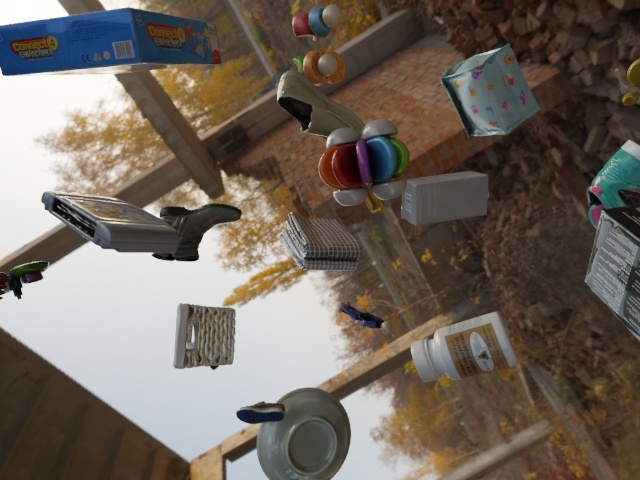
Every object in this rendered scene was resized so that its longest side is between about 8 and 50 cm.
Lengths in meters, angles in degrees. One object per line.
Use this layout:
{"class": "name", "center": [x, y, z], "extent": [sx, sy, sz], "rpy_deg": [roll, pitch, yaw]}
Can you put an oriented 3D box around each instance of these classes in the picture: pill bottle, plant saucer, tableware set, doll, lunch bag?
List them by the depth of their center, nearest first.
{"class": "tableware set", "center": [0.573, -0.263, 0.662], "extent": [0.024, 0.154, 0.104], "rpy_deg": [-35, -77, -44]}
{"class": "pill bottle", "center": [0.350, 0.271, 1.020], "extent": [0.131, 0.229, 0.131], "rpy_deg": [52, -155, -37]}
{"class": "lunch bag", "center": [0.484, -0.438, 1.250], "extent": [0.223, 0.160, 0.262], "rpy_deg": [55, 175, -18]}
{"class": "doll", "center": [0.149, 0.258, 1.358], "extent": [0.188, 0.046, 0.129], "rpy_deg": [22, -171, 32]}
{"class": "plant saucer", "center": [-0.047, 0.796, 1.628], "extent": [0.401, 0.400, 0.100], "rpy_deg": [59, 160, -6]}

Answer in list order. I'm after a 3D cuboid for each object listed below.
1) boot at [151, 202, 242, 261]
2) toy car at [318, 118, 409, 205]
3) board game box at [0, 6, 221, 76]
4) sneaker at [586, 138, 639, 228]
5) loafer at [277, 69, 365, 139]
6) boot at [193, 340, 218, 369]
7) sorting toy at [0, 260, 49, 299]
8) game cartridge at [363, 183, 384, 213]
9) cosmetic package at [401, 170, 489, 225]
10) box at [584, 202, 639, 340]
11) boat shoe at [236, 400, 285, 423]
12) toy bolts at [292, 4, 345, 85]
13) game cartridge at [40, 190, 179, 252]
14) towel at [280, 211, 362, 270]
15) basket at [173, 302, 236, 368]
{"class": "boot", "center": [-0.344, -0.014, 1.167], "extent": [0.083, 0.246, 0.161], "rpy_deg": [87, 179, -68]}
{"class": "toy car", "center": [0.082, -0.153, 0.820], "extent": [0.136, 0.181, 0.159], "rpy_deg": [-23, -76, -69]}
{"class": "board game box", "center": [-0.413, -0.397, 0.849], "extent": [0.302, 0.307, 0.086], "rpy_deg": [-59, -33, -63]}
{"class": "sneaker", "center": [0.709, -0.072, 0.917], "extent": [0.295, 0.178, 0.124], "rpy_deg": [31, -151, -17]}
{"class": "loafer", "center": [0.000, -0.294, 1.007], "extent": [0.268, 0.092, 0.102], "rpy_deg": [35, 154, -10]}
{"class": "boot", "center": [-0.344, 0.328, 1.251], "extent": [0.099, 0.045, 0.121], "rpy_deg": [35, 128, 23]}
{"class": "sorting toy", "center": [-0.467, 0.067, 0.630], "extent": [0.061, 0.101, 0.042], "rpy_deg": [-27, 83, 58]}
{"class": "game cartridge", "center": [0.144, -0.249, 1.424], "extent": [0.286, 0.052, 0.324], "rpy_deg": [62, -163, -7]}
{"class": "cosmetic package", "center": [0.371, -0.129, 1.231], "extent": [0.107, 0.237, 0.127], "rpy_deg": [-132, 37, -66]}
{"class": "box", "center": [0.300, 0.042, 0.264], "extent": [0.180, 0.147, 0.078], "rpy_deg": [-99, -2, -57]}
{"class": "boat shoe", "center": [-0.224, 0.646, 1.556], "extent": [0.066, 0.183, 0.066], "rpy_deg": [-80, -9, -73]}
{"class": "toy bolts", "center": [0.028, -0.594, 1.265], "extent": [0.158, 0.218, 0.229], "rpy_deg": [10, 110, 50]}
{"class": "game cartridge", "center": [-0.477, -0.046, 0.959], "extent": [0.297, 0.062, 0.198], "rpy_deg": [24, -165, 29]}
{"class": "towel", "center": [0.000, 0.000, 1.576], "extent": [0.284, 0.234, 0.122], "rpy_deg": [-125, 42, -51]}
{"class": "basket", "center": [-0.217, 0.179, 0.784], "extent": [0.167, 0.103, 0.114], "rpy_deg": [143, 129, -71]}
